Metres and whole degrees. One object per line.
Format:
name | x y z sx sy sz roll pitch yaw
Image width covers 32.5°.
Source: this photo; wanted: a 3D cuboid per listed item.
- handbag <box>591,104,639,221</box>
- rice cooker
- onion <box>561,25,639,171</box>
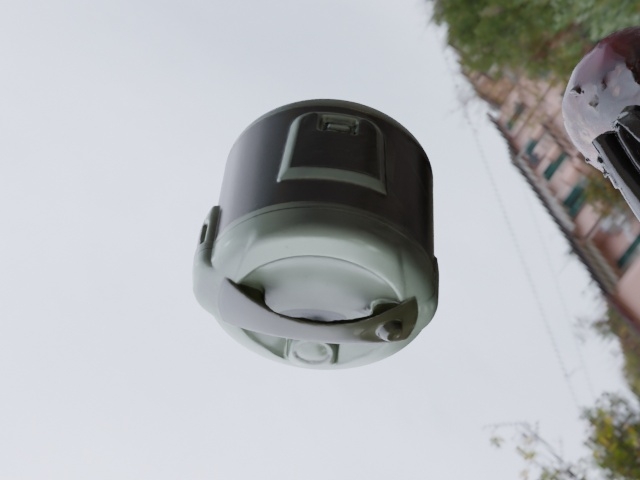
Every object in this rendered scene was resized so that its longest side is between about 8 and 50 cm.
handbag | 0.472 -0.098 1.202 0.257 0.285 0.113 52 -170 8
rice cooker | 0.000 0.000 1.533 0.335 0.335 0.325 24 -134 -19
onion | 0.678 -0.308 2.211 0.348 0.348 0.385 33 -119 1
